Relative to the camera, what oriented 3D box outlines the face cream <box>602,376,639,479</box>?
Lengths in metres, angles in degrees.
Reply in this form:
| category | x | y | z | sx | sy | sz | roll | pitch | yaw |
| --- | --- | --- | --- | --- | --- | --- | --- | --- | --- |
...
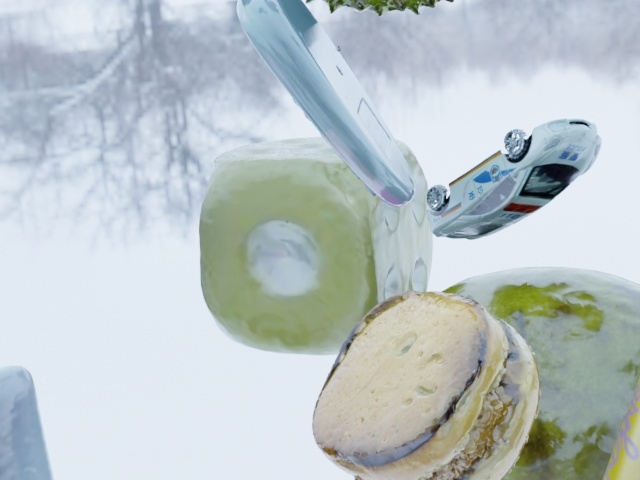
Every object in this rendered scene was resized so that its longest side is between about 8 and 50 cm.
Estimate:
| category | x | y | z | sx | sy | sz | roll | pitch | yaw |
| --- | --- | --- | --- | --- | --- | --- | --- | --- | --- |
| face cream | 0.263 | 0.137 | 1.020 | 0.078 | 0.273 | 0.078 | 21 | 175 | 2 |

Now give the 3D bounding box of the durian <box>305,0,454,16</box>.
| category | x | y | z | sx | sy | sz | roll | pitch | yaw |
| --- | --- | --- | --- | --- | --- | --- | --- | --- | --- |
| durian | 0.086 | -0.338 | 1.468 | 0.355 | 0.157 | 0.169 | -7 | -146 | -9 |

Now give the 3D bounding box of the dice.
| category | x | y | z | sx | sy | sz | roll | pitch | yaw |
| --- | --- | --- | --- | --- | --- | --- | --- | --- | --- |
| dice | 0.000 | 0.000 | 1.688 | 0.227 | 0.238 | 0.233 | 2 | -167 | 23 |

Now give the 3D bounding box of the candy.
| category | x | y | z | sx | sy | sz | roll | pitch | yaw |
| --- | --- | --- | --- | --- | --- | --- | --- | --- | --- |
| candy | -0.307 | 0.207 | 1.224 | 0.138 | 0.174 | 0.071 | -12 | -179 | -13 |

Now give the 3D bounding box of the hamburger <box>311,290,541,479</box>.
| category | x | y | z | sx | sy | sz | roll | pitch | yaw |
| --- | --- | --- | --- | --- | --- | --- | --- | --- | --- |
| hamburger | 0.087 | 0.128 | 1.127 | 0.182 | 0.118 | 0.191 | -44 | -147 | 1 |

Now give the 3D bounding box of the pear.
| category | x | y | z | sx | sy | sz | roll | pitch | yaw |
| --- | --- | --- | --- | --- | --- | --- | --- | --- | --- |
| pear | 0.223 | 0.203 | 1.432 | 0.413 | 0.352 | 0.352 | -16 | 179 | 44 |

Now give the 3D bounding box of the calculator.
| category | x | y | z | sx | sy | sz | roll | pitch | yaw |
| --- | --- | --- | --- | --- | --- | --- | --- | --- | --- |
| calculator | -0.004 | -0.157 | 1.305 | 0.041 | 0.299 | 0.185 | -34 | -171 | 14 |

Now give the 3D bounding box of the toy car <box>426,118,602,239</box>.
| category | x | y | z | sx | sy | sz | roll | pitch | yaw |
| --- | --- | --- | --- | --- | --- | --- | --- | --- | --- |
| toy car | 0.186 | -0.055 | 1.342 | 0.095 | 0.056 | 0.205 | 5 | 153 | -37 |
